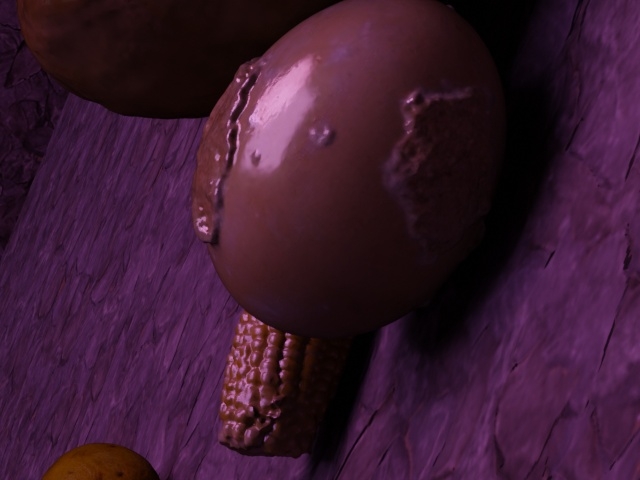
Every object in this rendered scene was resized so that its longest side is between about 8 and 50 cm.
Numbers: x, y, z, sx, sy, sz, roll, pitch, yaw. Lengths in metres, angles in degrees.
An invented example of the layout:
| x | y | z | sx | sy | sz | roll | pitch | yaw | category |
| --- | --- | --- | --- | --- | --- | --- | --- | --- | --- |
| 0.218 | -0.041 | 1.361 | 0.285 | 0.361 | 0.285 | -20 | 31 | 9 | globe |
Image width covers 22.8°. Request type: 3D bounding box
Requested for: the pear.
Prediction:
| x | y | z | sx | sy | sz | roll | pitch | yaw | category |
| --- | --- | --- | --- | --- | --- | --- | --- | --- | --- |
| -0.175 | 0.213 | 1.261 | 0.131 | 0.107 | 0.107 | -9 | 60 | 58 | pear |

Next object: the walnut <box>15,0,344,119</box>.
| x | y | z | sx | sy | sz | roll | pitch | yaw | category |
| --- | --- | --- | --- | --- | --- | --- | --- | --- | --- |
| -0.077 | -0.225 | 0.953 | 0.277 | 0.282 | 0.253 | -19 | 27 | 17 | walnut |

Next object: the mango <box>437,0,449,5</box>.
| x | y | z | sx | sy | sz | roll | pitch | yaw | category |
| --- | --- | --- | --- | --- | --- | --- | --- | --- | --- |
| 0.029 | -0.174 | 1.101 | 0.217 | 0.102 | 0.141 | 125 | 154 | -42 | mango |

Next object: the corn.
| x | y | z | sx | sy | sz | roll | pitch | yaw | category |
| --- | --- | --- | --- | --- | --- | --- | --- | --- | --- |
| 0.000 | 0.000 | 1.005 | 0.086 | 0.087 | 0.288 | -26 | 44 | 66 | corn |

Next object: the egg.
| x | y | z | sx | sy | sz | roll | pitch | yaw | category |
| --- | --- | --- | --- | --- | --- | --- | --- | --- | --- |
| 0.016 | -0.041 | 0.865 | 0.201 | 0.164 | 0.164 | -58 | 18 | 16 | egg |
